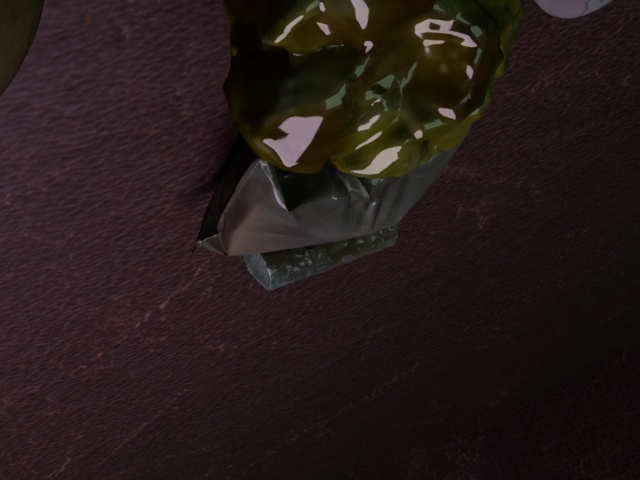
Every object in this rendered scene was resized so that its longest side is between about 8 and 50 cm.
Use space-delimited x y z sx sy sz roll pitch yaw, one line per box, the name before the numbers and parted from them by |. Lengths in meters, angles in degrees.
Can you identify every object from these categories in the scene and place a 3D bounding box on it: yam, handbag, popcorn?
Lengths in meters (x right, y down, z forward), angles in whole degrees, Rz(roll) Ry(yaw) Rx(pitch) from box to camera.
yam | 0.000 0.000 1.181 0.169 0.068 0.068 -18 153 -24
handbag | 0.019 -0.066 1.017 0.270 0.117 0.182 -19 166 -24
popcorn | 0.030 -0.156 0.720 0.251 0.206 0.237 -69 176 -78

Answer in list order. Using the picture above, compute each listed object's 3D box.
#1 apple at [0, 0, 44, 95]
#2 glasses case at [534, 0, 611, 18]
apple | -0.239 -0.129 0.450 0.257 0.257 0.234 -30 168 -2
glasses case | 0.290 -0.301 0.920 0.297 0.075 0.113 -45 150 26
